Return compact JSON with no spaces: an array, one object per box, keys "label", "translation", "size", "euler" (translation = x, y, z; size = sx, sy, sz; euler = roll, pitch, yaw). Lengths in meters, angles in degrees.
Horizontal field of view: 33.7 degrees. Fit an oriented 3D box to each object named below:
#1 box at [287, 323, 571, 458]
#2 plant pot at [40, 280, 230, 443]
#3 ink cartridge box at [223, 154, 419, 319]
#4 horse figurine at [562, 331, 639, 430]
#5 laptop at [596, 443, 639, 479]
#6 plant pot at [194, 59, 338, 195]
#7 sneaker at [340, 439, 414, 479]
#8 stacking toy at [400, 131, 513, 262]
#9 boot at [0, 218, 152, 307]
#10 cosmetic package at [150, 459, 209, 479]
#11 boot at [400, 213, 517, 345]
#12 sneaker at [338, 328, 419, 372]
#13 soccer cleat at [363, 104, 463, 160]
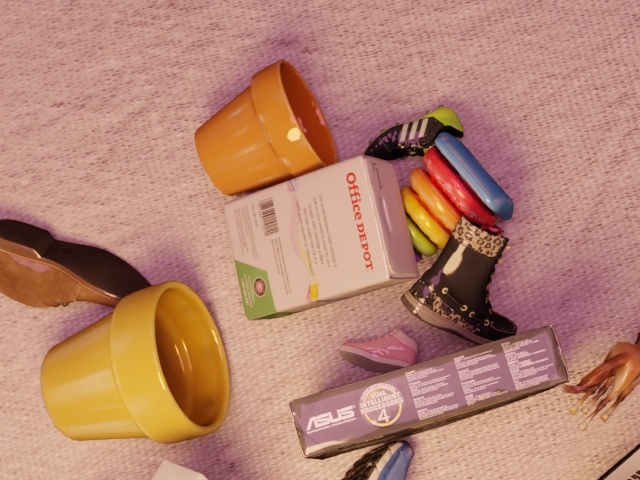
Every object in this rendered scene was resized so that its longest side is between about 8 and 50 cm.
[{"label":"box","translation":[0.162,0.242,1.621],"size":[0.395,0.318,0.097],"euler":[-17,79,2]},{"label":"plant pot","translation":[-0.307,0.214,1.705],"size":[0.239,0.254,0.254],"euler":[-17,80,17]},{"label":"ink cartridge box","translation":[0.000,0.000,1.715],"size":[0.278,0.117,0.201],"euler":[-18,79,29]},{"label":"horse figurine","translation":[0.462,0.212,1.652],"size":[0.066,0.263,0.174],"euler":[41,103,25]},{"label":"laptop","translation":[0.546,0.513,1.501],"size":[0.382,0.408,0.236],"euler":[23,51,-1]},{"label":"plant pot","translation":[-0.100,-0.170,1.774],"size":[0.188,0.205,0.205],"euler":[-24,80,15]},{"label":"sneaker","translation":[0.084,0.472,1.674],"size":[0.147,0.130,0.330],"euler":[30,62,-11]},{"label":"stacking toy","translation":[0.157,-0.022,1.763],"size":[0.302,0.175,0.166],"euler":[-42,73,11]},{"label":"boot","translation":[-0.431,0.071,1.815],"size":[0.305,0.112,0.115],"euler":[22,113,3]},{"label":"cosmetic package","translation":[-0.180,0.542,1.544],"size":[0.097,0.377,0.284],"euler":[11,57,41]},{"label":"boot","translation":[0.261,0.069,1.685],"size":[0.236,0.085,0.178],"euler":[20,108,-33]},{"label":"sneaker","translation":[0.102,0.180,1.773],"size":[0.134,0.051,0.070],"euler":[12,60,18]},{"label":"soccer cleat","translation":[0.159,-0.170,1.810],"size":[0.179,0.060,0.072],"euler":[-26,58,-3]}]
